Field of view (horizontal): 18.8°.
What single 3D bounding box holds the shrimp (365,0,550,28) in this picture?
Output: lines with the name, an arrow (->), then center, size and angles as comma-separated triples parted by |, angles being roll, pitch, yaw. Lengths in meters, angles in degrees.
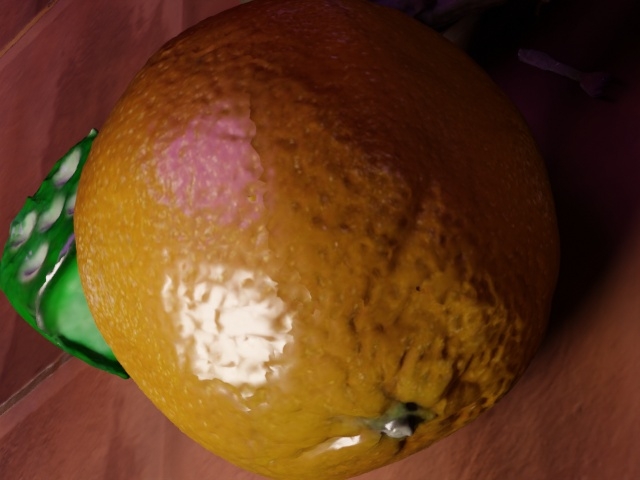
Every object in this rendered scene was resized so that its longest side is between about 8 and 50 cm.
shrimp -> 0.152, -0.189, 1.026 | 0.343, 0.145, 0.116 | -12, 18, 8

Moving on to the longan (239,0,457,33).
longan -> 0.035, -0.230, 1.187 | 0.246, 0.215, 0.246 | -47, 28, 34

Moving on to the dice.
dice -> -0.133, 0.010, 1.306 | 0.131, 0.128, 0.120 | -54, 29, 8

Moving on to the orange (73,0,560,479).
orange -> 0.000, 0.000, 0.998 | 0.264, 0.264, 0.264 | -37, 36, 32

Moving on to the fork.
fork -> 0.142, -0.098, 1.119 | 0.016, 0.012, 0.115 | -54, 25, -1
